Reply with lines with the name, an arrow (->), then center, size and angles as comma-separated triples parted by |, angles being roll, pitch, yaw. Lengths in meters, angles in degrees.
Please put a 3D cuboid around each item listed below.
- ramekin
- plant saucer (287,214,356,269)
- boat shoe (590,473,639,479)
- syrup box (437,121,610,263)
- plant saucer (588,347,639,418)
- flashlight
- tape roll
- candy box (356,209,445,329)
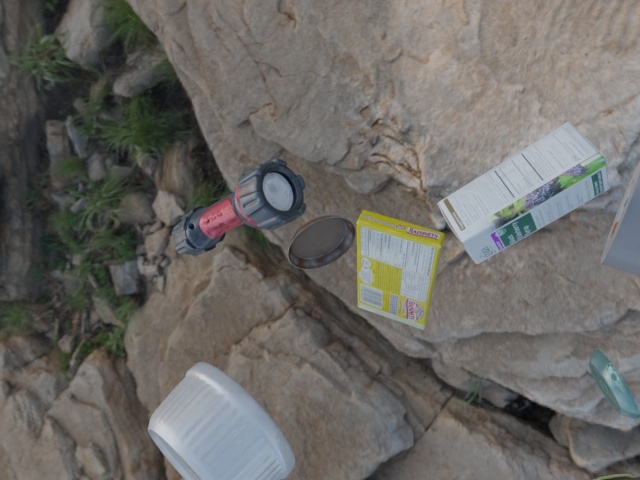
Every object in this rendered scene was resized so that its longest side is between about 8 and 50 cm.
ramekin -> -0.146, 0.285, 0.721 | 0.207, 0.109, 0.207 | 32, 144, 27
plant saucer -> 0.000, 0.000, 1.170 | 0.168, 0.168, 0.029 | -56, 45, 30
boat shoe -> 0.412, 0.304, 0.569 | 0.227, 0.069, 0.081 | 6, 95, 3
syrup box -> 0.319, -0.070, 0.819 | 0.236, 0.093, 0.096 | -33, 51, 14
plant saucer -> 0.467, 0.233, 0.828 | 0.021, 0.119, 0.119 | -27, 99, 9
flashlight -> -0.151, -0.038, 0.849 | 0.304, 0.103, 0.103 | -21, 70, 45
tape roll -> 0.597, -0.047, 0.953 | 0.072, 0.219, 0.219 | 22, 118, 24
candy box -> 0.100, 0.046, 0.684 | 0.105, 0.027, 0.206 | 16, 146, 16
